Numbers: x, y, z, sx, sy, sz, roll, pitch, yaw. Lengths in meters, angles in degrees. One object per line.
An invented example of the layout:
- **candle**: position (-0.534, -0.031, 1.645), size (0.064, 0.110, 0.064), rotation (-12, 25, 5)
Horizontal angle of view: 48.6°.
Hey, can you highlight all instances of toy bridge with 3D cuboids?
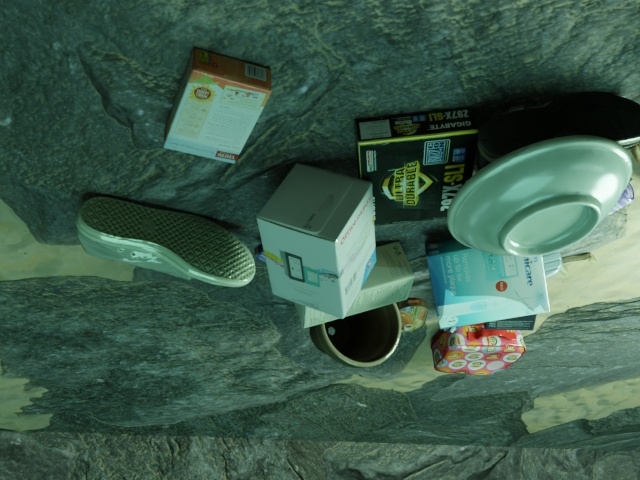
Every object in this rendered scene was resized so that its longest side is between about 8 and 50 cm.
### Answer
- **toy bridge**: position (0.714, 0.080, 2.102), size (0.188, 0.026, 0.063), rotation (-26, 139, 30)

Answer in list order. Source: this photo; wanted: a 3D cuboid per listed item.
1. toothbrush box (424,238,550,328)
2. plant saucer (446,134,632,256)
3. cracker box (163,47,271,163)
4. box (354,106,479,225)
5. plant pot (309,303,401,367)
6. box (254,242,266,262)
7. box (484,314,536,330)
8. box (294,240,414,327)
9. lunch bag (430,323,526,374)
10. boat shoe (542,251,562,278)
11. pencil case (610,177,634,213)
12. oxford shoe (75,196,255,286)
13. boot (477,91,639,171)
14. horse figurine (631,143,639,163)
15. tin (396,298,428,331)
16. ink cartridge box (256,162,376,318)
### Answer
- **toothbrush box**: position (0.445, 0.099, 1.910), size (0.295, 0.126, 0.216), rotation (-10, 104, 8)
- **plant saucer**: position (0.475, -0.059, 1.512), size (0.400, 0.100, 0.400), rotation (-8, 149, -5)
- **cracker box**: position (-0.209, -0.261, 1.412), size (0.155, 0.067, 0.232), rotation (11, 143, -22)
- **box**: position (0.214, -0.158, 1.619), size (0.257, 0.079, 0.322), rotation (-7, 147, 1)
- **plant pot**: position (0.079, 0.258, 2.135), size (0.263, 0.263, 0.229), rotation (9, 163, -20)
- **box**: position (-0.046, 0.002, 1.844), size (0.225, 0.036, 0.136), rotation (-35, 132, 27)
- **box**: position (0.576, 0.184, 2.153), size (0.153, 0.108, 0.207), rotation (0, 148, 10)
- **box**: position (0.083, 0.121, 1.930), size (0.311, 0.121, 0.148), rotation (-13, 150, -13)
- **lunch bag**: position (0.545, 0.364, 2.440), size (0.293, 0.120, 0.258), rotation (4, 146, -13)
- **boat shoe**: position (0.527, 0.072, 2.020), size (0.302, 0.109, 0.094), rotation (-7, 175, 8)
- **pencil case**: position (0.681, -0.091, 1.779), size (0.088, 0.086, 0.206), rotation (45, 129, -8)
- **oxford shoe**: position (-0.377, 0.017, 1.740), size (0.449, 0.169, 0.130), rotation (17, 139, -19)
- **boot**: position (0.507, -0.168, 1.562), size (0.377, 0.138, 0.284), rotation (-13, 149, -8)
- **horse figurine**: position (0.836, -0.171, 1.689), size (0.174, 0.066, 0.263), rotation (-19, 143, 12)
- **tin**: position (0.289, 0.242, 2.295), size (0.106, 0.040, 0.190), rotation (0, 148, 0)
- **ink cartridge box**: position (0.000, 0.000, 1.630), size (0.197, 0.198, 0.270), rotation (17, 141, 21)
